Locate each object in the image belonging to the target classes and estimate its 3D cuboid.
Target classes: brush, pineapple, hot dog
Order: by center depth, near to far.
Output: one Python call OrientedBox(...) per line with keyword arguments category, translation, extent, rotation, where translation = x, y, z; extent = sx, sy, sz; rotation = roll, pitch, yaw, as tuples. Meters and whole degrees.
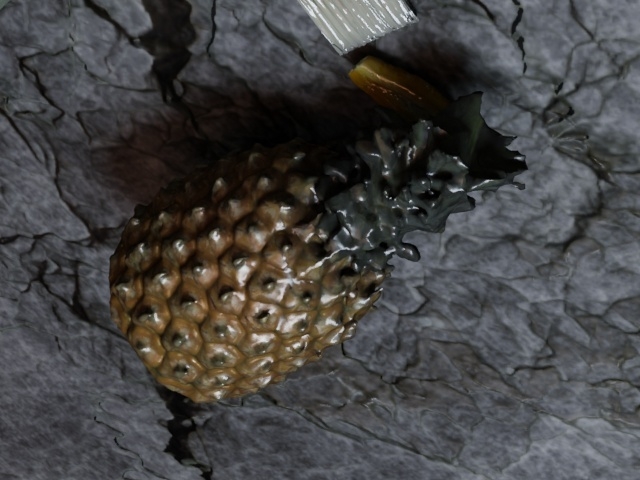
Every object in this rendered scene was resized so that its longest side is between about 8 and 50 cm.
OrientedBox(category="brush", translation=(-0.045, -0.270, 1.237), extent=(0.090, 0.017, 0.314), rotation=(-21, 118, 37))
OrientedBox(category="hot dog", translation=(0.084, -0.102, 1.317), extent=(0.137, 0.028, 0.044), rotation=(36, 153, -7))
OrientedBox(category="pineapple", translation=(0.000, 0.000, 1.331), extent=(0.362, 0.202, 0.202), rotation=(-23, 117, 37))

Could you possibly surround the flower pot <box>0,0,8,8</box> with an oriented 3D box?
OrientedBox(category="flower pot", translation=(-0.357, -0.230, 1.197), extent=(0.293, 0.330, 0.293), rotation=(12, 134, 13))
